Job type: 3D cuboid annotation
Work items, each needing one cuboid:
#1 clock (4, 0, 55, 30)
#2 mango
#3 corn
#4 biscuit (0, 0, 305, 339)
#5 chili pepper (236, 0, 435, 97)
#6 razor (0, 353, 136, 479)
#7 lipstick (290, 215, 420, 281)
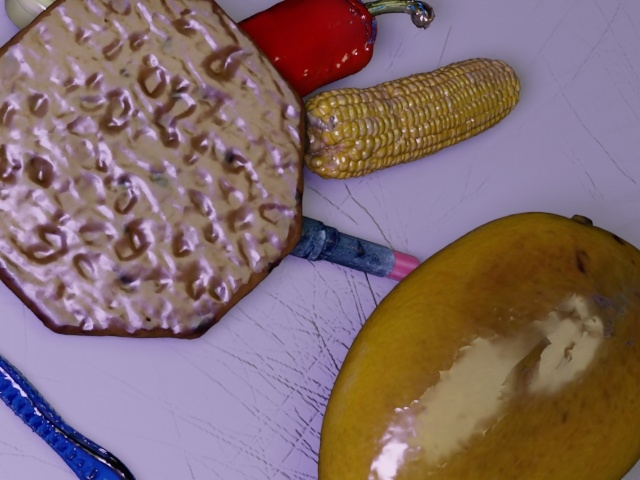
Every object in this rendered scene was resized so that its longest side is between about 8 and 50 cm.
[{"bbox_3d":[-0.206,-0.282,1.853,0.170,0.069,0.232,31,59,-12],"label":"clock"},{"bbox_3d":[0.171,0.158,1.796,0.445,0.220,0.301,-43,99,-23],"label":"mango"},{"bbox_3d":[0.098,-0.138,1.935,0.291,0.101,0.101,-20,81,-34],"label":"corn"},{"bbox_3d":[-0.180,-0.072,1.743,0.359,0.046,0.359,1,86,-14],"label":"biscuit"},{"bbox_3d":[-0.051,-0.189,1.876,0.387,0.110,0.110,-27,85,-29],"label":"chili pepper"},{"bbox_3d":[-0.289,0.136,1.664,0.324,0.093,0.056,41,23,-11],"label":"razor"},{"bbox_3d":[0.000,0.000,1.857,0.234,0.053,0.053,16,65,-22],"label":"lipstick"}]
